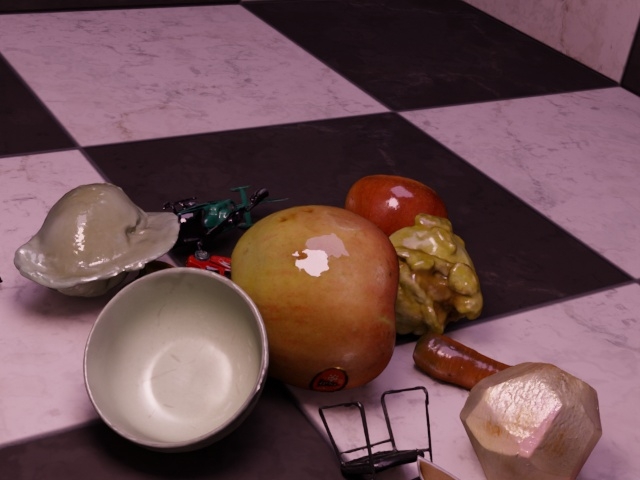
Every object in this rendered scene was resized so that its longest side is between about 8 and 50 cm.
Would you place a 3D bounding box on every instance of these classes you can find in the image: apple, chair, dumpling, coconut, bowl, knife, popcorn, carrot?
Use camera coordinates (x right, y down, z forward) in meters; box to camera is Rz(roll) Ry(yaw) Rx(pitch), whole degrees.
[{"bbox_3d":[0.167,-0.048,2.345,0.235,0.173,0.210,11,-15,25],"label":"apple"},{"bbox_3d":[0.107,0.364,1.702,0.140,0.221,0.145,-9,-8,-28],"label":"chair"},{"bbox_3d":[-0.441,-0.005,2.013,0.212,0.270,0.320,42,58,-22],"label":"dumpling"},{"bbox_3d":[0.357,0.320,1.766,0.237,0.237,0.197,31,-5,33],"label":"coconut"},{"bbox_3d":[-0.230,0.210,1.733,0.307,0.163,0.307,-1,68,3],"label":"bowl"},{"bbox_3d":[0.249,0.427,1.626,0.256,0.046,0.022,38,-8,10],"label":"knife"},{"bbox_3d":[-0.014,0.108,1.877,0.305,0.338,0.338,4,30,-3],"label":"apple"},{"bbox_3d":[0.190,0.086,2.107,0.250,0.235,0.242,-24,17,9],"label":"popcorn"},{"bbox_3d":[0.273,0.241,1.981,0.193,0.087,0.087,23,32,16],"label":"carrot"}]

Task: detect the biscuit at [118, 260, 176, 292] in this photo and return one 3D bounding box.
[{"bbox_3d":[-0.301,0.166,1.954,0.329,0.078,0.335,31,36,28],"label":"biscuit"}]

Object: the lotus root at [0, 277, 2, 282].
[{"bbox_3d":[-0.678,0.086,1.990,0.072,0.063,0.152,32,32,18],"label":"lotus root"}]

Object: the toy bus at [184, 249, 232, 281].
[{"bbox_3d":[-0.185,0.086,2.121,0.195,0.081,0.089,9,39,-2],"label":"toy bus"}]

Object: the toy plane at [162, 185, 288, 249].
[{"bbox_3d":[-0.219,-0.053,2.280,0.155,0.106,0.382,-5,9,27],"label":"toy plane"}]
